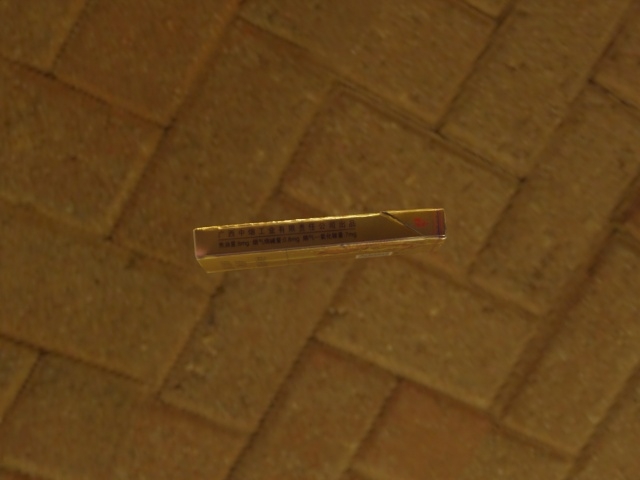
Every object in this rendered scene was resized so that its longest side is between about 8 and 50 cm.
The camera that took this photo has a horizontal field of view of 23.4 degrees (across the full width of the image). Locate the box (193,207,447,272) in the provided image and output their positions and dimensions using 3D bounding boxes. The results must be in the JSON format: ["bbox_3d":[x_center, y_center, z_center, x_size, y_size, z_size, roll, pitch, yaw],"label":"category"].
[{"bbox_3d":[0.000,0.000,0.981,0.156,0.089,0.022,-6,85,1],"label":"box"}]
